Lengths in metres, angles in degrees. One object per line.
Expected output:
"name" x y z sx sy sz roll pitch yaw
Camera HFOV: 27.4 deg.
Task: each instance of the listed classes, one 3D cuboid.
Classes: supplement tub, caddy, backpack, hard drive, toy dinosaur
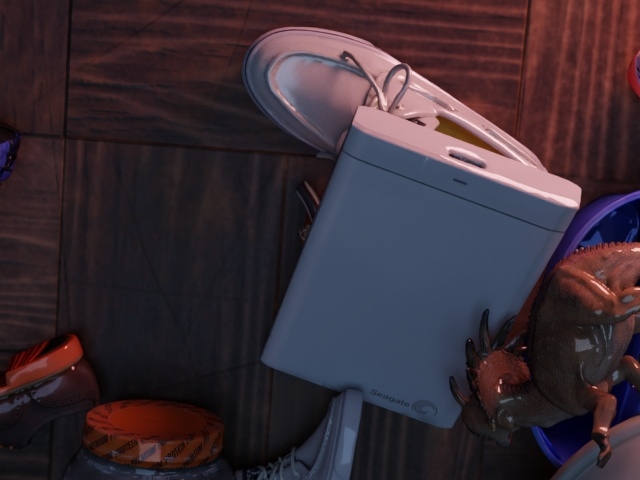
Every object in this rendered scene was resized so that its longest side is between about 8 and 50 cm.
"supplement tub" -0.193 0.346 1.444 0.194 0.193 0.315 5 98 0
"caddy" 0.350 0.105 1.404 0.241 0.179 0.341 15 99 0
"backpack" -0.383 -0.087 1.415 0.098 0.120 0.101 14 99 -2
"hard drive" 0.092 0.042 1.372 0.233 0.047 0.353 20 132 -2
"toy dinosaur" 0.244 0.092 1.296 0.200 0.127 0.295 28 97 28

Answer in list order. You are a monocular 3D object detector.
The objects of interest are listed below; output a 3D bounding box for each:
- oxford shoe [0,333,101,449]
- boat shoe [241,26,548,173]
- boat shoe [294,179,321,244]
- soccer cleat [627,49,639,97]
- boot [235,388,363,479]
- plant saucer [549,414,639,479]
"oxford shoe" -0.378 0.205 1.476 0.271 0.097 0.098 -24 104 5
"boat shoe" 0.081 -0.111 1.384 0.367 0.156 0.135 31 98 -4
"boat shoe" 0.000 0.000 1.461 0.043 0.049 0.137 -24 103 7
"soccer cleat" 0.435 -0.124 1.407 0.248 0.095 0.083 37 98 -4
"boot" -0.035 0.273 1.471 0.123 0.095 0.258 15 107 0
"plant saucer" 0.402 0.364 1.340 0.401 0.100 0.400 1 107 2
